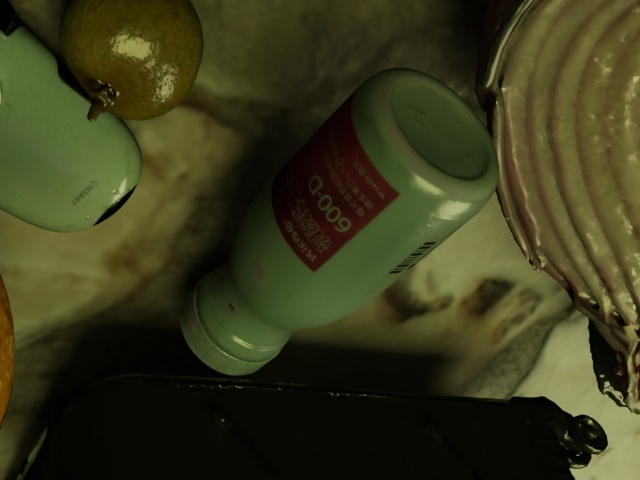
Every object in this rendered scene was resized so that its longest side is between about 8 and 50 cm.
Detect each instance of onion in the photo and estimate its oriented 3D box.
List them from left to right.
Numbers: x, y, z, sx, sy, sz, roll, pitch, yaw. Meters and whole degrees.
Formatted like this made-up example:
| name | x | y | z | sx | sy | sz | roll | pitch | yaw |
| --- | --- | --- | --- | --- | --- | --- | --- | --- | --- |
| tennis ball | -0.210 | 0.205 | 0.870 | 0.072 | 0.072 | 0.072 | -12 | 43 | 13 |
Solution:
| name | x | y | z | sx | sy | sz | roll | pitch | yaw |
| --- | --- | --- | --- | --- | --- | --- | --- | --- | --- |
| onion | 0.223 | -0.059 | 0.620 | 0.267 | 0.159 | 0.348 | 10 | 130 | 9 |

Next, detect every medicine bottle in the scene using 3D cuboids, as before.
| name | x | y | z | sx | sy | sz | roll | pitch | yaw |
| --- | --- | --- | --- | --- | --- | --- | --- | --- | --- |
| medicine bottle | 0.000 | 0.000 | 0.598 | 0.090 | 0.090 | 0.217 | 15 | 139 | -33 |

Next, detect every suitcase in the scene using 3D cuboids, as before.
| name | x | y | z | sx | sy | sz | roll | pitch | yaw |
| --- | --- | --- | --- | --- | --- | --- | --- | --- | --- |
| suitcase | -0.011 | 0.231 | 0.732 | 0.434 | 0.194 | 0.283 | 11 | 135 | -29 |

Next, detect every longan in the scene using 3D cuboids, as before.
| name | x | y | z | sx | sy | sz | roll | pitch | yaw |
| --- | --- | --- | --- | --- | --- | --- | --- | --- | --- |
| longan | -0.096 | -0.093 | 0.518 | 0.075 | 0.083 | 0.075 | 18 | 149 | 11 |

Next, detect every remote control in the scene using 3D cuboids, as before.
| name | x | y | z | sx | sy | sz | roll | pitch | yaw |
| --- | --- | --- | --- | --- | --- | --- | --- | --- | --- |
| remote control | -0.186 | -0.079 | 0.512 | 0.097 | 0.045 | 0.256 | -42 | 134 | 12 |

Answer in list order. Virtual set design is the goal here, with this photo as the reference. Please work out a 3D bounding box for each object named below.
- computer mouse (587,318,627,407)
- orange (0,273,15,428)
| name | x | y | z | sx | sy | sz | roll | pitch | yaw |
| --- | --- | --- | --- | --- | --- | --- | --- | --- | --- |
| computer mouse | 0.292 | -0.007 | 0.763 | 0.168 | 0.087 | 0.295 | 11 | 108 | -23 |
| orange | -0.259 | 0.058 | 0.500 | 0.219 | 0.193 | 0.219 | -2 | 121 | -3 |
